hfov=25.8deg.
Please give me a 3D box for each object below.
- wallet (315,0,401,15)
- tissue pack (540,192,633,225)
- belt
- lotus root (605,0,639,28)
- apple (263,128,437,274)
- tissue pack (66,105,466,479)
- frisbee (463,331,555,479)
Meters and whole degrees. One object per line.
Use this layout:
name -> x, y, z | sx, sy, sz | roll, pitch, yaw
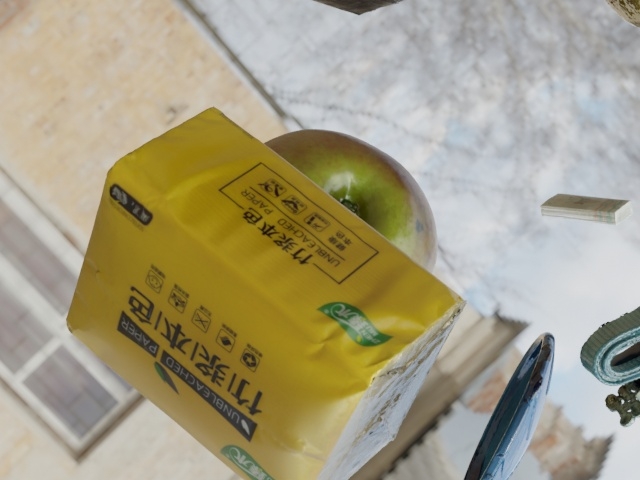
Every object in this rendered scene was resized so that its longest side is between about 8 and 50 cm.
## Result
wallet -> -0.024, -0.293, 1.490 | 0.124, 0.230, 0.042 | -2, -102, 62
tissue pack -> 0.349, -0.042, 1.834 | 0.108, 0.023, 0.056 | 7, -158, 35
belt -> 0.362, 0.104, 1.450 | 0.179, 0.100, 0.065 | -32, -158, 2
lotus root -> 0.345, -0.286, 1.408 | 0.128, 0.145, 0.260 | -10, -175, -5
apple -> 0.000, 0.000, 2.025 | 0.339, 0.339, 0.339 | -39, -166, 12
tissue pack -> -0.073, 0.084, 1.585 | 0.228, 0.382, 0.293 | -38, 159, -44
frisbee -> 0.221, 0.219, 1.604 | 0.242, 0.045, 0.242 | -62, 175, -9
